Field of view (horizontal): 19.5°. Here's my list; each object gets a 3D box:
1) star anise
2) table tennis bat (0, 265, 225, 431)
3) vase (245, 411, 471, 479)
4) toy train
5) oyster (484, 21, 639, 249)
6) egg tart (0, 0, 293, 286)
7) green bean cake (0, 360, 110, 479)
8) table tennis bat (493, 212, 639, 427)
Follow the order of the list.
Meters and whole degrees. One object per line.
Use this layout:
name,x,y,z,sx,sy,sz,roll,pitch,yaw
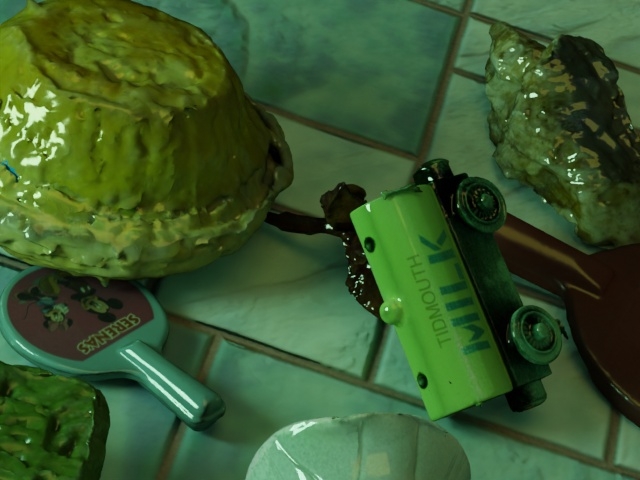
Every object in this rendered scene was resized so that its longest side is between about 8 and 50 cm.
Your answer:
star anise,0.001,-0.001,1.824,0.144,0.158,0.140,-17,31,9
table tennis bat,-0.184,0.094,1.674,0.244,0.040,0.153,34,41,25
vase,0.041,0.327,1.355,0.250,0.250,0.445,9,38,-11
toy train,0.119,0.050,1.730,0.157,0.105,0.253,-16,81,-35
oyster,0.272,-0.123,2.019,0.166,0.110,0.341,-4,58,-16
egg tart,-0.209,-0.120,1.794,0.388,0.169,0.388,10,36,-7
green bean cake,-0.287,0.202,1.442,0.222,0.125,0.248,12,41,-8
table tennis bat,0.343,0.083,1.860,0.414,0.051,0.268,28,46,10
